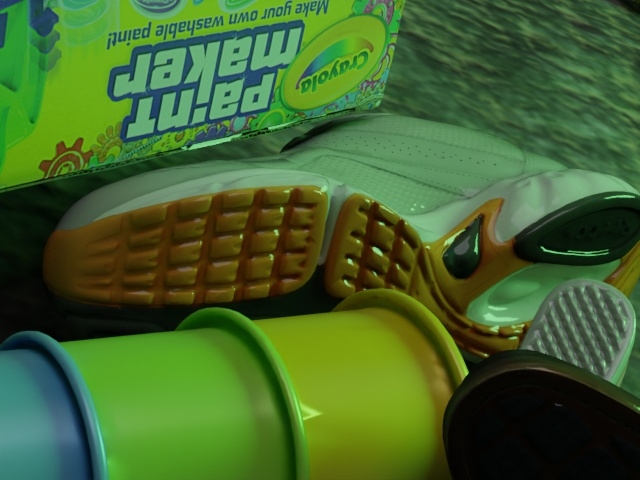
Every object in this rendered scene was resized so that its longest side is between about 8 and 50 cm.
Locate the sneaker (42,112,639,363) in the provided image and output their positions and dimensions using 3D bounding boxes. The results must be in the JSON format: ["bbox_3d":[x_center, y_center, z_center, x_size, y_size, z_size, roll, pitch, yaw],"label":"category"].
[{"bbox_3d":[0.000,0.000,0.655,0.262,0.099,0.121,-1,26,-39],"label":"sneaker"}]

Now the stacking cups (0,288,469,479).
[{"bbox_3d":[-0.101,0.073,0.466,0.316,0.096,0.096,-5,43,-36],"label":"stacking cups"}]

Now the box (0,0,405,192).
[{"bbox_3d":[-0.154,-0.151,0.608,0.279,0.177,0.290,28,29,32],"label":"box"}]

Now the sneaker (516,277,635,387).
[{"bbox_3d":[0.069,0.081,0.617,0.051,0.070,0.134,30,62,15],"label":"sneaker"}]

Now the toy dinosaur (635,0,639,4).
[{"bbox_3d":[0.293,-0.146,1.101,0.212,0.064,0.112,11,46,-5],"label":"toy dinosaur"}]

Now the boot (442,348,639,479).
[{"bbox_3d":[0.106,0.083,0.563,0.219,0.082,0.106,44,20,-30],"label":"boot"}]
